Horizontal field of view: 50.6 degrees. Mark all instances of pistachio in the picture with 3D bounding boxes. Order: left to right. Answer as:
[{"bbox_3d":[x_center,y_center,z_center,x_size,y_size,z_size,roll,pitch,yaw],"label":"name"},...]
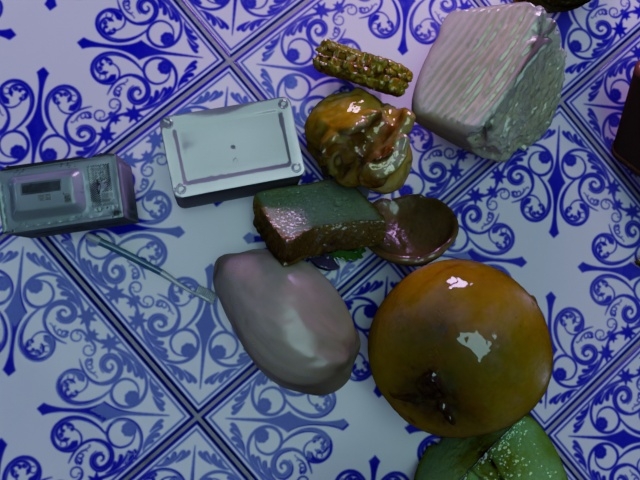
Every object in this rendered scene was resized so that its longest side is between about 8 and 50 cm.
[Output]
[{"bbox_3d":[-0.067,0.141,1.253,0.332,0.208,0.226,46,118,9],"label":"pistachio"}]

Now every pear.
[{"bbox_3d":[0.344,0.474,1.301,0.293,0.159,0.292,0,89,-6],"label":"pear"}]

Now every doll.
[{"bbox_3d":[0.000,0.000,1.341,0.190,0.050,0.115,15,77,-11],"label":"doll"}]

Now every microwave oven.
[{"bbox_3d":[-0.451,-0.081,1.226,0.208,0.162,0.122,-9,87,-4],"label":"microwave oven"}]

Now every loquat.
[{"bbox_3d":[0.263,0.184,1.247,0.328,0.328,0.359,49,39,-2],"label":"loquat"}]

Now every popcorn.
[{"bbox_3d":[0.079,-0.179,1.272,0.191,0.253,0.190,-25,126,-2],"label":"popcorn"}]

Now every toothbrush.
[{"bbox_3d":[-0.324,0.050,1.304,0.276,0.019,0.025,28,77,-5],"label":"toothbrush"}]

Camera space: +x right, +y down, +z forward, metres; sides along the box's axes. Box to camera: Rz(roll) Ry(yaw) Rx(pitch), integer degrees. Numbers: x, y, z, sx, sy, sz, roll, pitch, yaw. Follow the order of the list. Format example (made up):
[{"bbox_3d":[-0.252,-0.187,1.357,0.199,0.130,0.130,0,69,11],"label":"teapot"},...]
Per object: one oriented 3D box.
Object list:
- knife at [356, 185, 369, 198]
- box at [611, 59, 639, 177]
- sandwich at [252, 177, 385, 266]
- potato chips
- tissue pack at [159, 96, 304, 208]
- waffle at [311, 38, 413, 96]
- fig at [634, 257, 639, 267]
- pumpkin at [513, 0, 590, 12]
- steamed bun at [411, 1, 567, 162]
[{"bbox_3d":[0.092,-0.156,1.378,0.058,0.032,0.244,17,88,-6],"label":"knife"},{"bbox_3d":[0.766,-0.216,1.289,0.239,0.229,0.339,-27,50,-9],"label":"box"},{"bbox_3d":[-0.007,-0.040,1.263,0.215,0.186,0.065,-11,128,-21],"label":"sandwich"},{"bbox_3d":[0.169,-0.013,1.316,0.195,0.208,0.061,-42,134,-29],"label":"potato chips"},{"bbox_3d":[-0.166,-0.165,1.284,0.246,0.136,0.159,-11,88,-9],"label":"tissue pack"},{"bbox_3d":[0.082,-0.332,1.303,0.193,0.197,0.070,20,103,5],"label":"waffle"},{"bbox_3d":[0.768,-0.027,1.400,0.231,0.143,0.160,-43,110,-10],"label":"fig"},{"bbox_3d":[0.477,-0.636,1.407,0.222,0.139,0.317,0,87,-11],"label":"pumpkin"},{"bbox_3d":[0.344,-0.290,1.330,0.272,0.274,0.290,36,83,-48],"label":"steamed bun"}]
